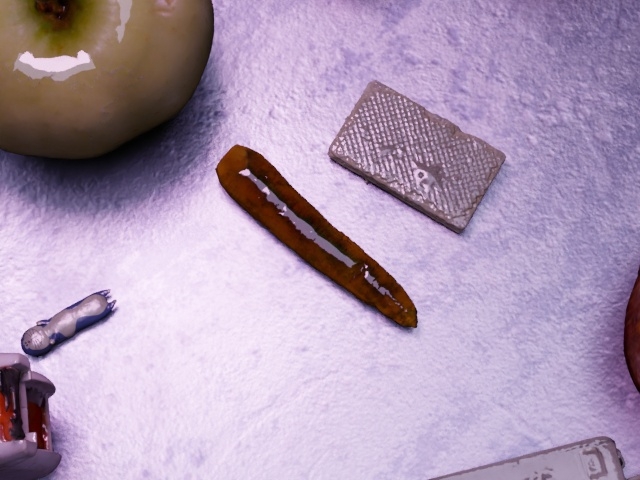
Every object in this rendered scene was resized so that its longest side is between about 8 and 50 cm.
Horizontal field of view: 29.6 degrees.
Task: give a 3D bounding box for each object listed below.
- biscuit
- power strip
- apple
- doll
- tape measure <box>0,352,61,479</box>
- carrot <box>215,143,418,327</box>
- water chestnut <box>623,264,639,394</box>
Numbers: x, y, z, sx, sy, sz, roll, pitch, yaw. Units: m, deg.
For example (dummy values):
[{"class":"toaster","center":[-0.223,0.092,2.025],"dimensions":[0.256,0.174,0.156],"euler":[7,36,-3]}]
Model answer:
[{"class":"biscuit","center":[0.120,-0.107,1.516],"dimensions":[0.199,0.040,0.121],"euler":[30,77,6]},{"class":"power strip","center":[0.258,0.290,1.398],"dimensions":[0.288,0.053,0.093],"euler":[-13,74,-5]},{"class":"apple","center":[-0.296,-0.260,1.390],"dimensions":[0.357,0.357,0.357],"euler":[1,74,-2]},{"class":"doll","center":[-0.301,0.097,1.448],"dimensions":[0.125,0.027,0.037],"euler":[-32,70,-10]},{"class":"tape measure","center":[-0.401,0.211,1.290],"dimensions":[0.258,0.265,0.130],"euler":[-12,72,5]},{"class":"carrot","center":[0.000,0.000,1.474],"dimensions":[0.314,0.066,0.066],"euler":[41,76,6]},{"class":"water chestnut","center":[0.509,0.100,1.332],"dimensions":[0.351,0.302,0.350],"euler":[0,69,-1]}]
